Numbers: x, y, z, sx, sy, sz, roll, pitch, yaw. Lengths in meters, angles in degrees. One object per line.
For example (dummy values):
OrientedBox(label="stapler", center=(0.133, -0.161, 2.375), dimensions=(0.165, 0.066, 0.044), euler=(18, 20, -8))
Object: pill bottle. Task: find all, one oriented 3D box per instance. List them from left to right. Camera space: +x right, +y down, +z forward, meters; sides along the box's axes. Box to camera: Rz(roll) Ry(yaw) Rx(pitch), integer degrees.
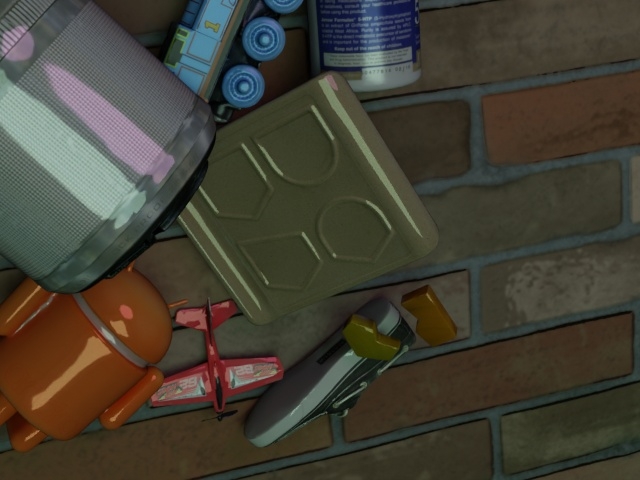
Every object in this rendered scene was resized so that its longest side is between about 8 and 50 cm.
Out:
OrientedBox(label="pill bottle", center=(0.040, -0.246, 1.024), dimensions=(0.112, 0.112, 0.187), euler=(-10, 110, -15))

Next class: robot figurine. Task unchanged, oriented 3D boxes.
OrientedBox(label="robot figurine", center=(-0.236, 0.108, 1.040), dimensions=(0.219, 0.128, 0.158), euler=(-42, 84, -1))

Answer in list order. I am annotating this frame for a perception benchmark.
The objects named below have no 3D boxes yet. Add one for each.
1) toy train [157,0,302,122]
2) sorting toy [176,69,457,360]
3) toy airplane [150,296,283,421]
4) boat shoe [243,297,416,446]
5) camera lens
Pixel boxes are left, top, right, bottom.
OrientedBox(label="toy train", center=(-0.088, -0.209, 1.015), dimensions=(0.105, 0.080, 0.184), euler=(21, 100, -17))
OrientedBox(label="sorting toy", center=(0.000, 0.000, 1.080), dimensions=(0.229, 0.041, 0.307), euler=(-26, 110, 23))
OrientedBox(label="toy airplane", center=(-0.118, 0.128, 1.138), dimensions=(0.151, 0.028, 0.151), euler=(-6, 108, -18))
OrientedBox(label="boat shoe", center=(0.014, 0.161, 1.165), dimensions=(0.219, 0.078, 0.070), euler=(-40, 113, -4))
OrientedBox(label="camera lens", center=(-0.245, -0.105, 0.908), dimensions=(0.274, 0.219, 0.219), euler=(42, 91, -18))
